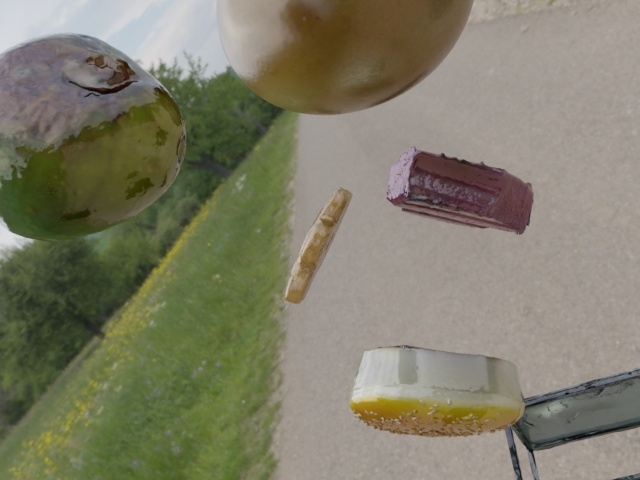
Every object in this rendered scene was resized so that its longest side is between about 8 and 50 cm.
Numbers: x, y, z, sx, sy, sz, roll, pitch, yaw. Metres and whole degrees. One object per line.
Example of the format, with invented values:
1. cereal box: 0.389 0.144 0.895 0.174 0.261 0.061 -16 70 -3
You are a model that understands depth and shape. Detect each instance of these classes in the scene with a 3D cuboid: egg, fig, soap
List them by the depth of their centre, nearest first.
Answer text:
1. fig: -0.225 -0.084 0.576 0.191 0.181 0.181 -45 14 23
2. egg: 0.024 -0.301 0.802 0.351 0.282 0.282 -20 32 45
3. soap: 0.274 -0.087 1.229 0.182 0.289 0.112 -167 91 -79

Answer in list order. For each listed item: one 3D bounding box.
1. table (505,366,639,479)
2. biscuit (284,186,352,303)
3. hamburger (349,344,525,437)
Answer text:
1. table: 0.625 0.497 1.448 0.335 0.222 0.272 -22 37 21
2. biscuit: -0.003 -0.001 1.418 0.355 0.052 0.275 -62 -4 -63
3. hamburger: 0.198 0.263 1.097 0.227 0.295 0.151 105 174 -74
